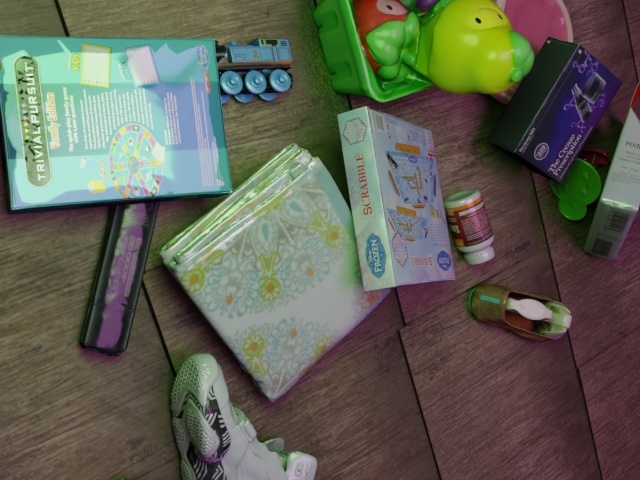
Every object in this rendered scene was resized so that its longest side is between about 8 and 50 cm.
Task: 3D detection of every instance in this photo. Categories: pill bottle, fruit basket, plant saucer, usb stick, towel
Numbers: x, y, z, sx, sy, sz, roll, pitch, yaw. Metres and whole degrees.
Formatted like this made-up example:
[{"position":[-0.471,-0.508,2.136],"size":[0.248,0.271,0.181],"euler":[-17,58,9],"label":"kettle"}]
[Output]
[{"position":[0.327,-0.029,1.654],"size":[0.086,0.086,0.152],"euler":[-29,105,-31],"label":"pill bottle"},{"position":[0.220,-0.396,1.413],"size":[0.392,0.392,0.283],"euler":[-23,103,-32],"label":"fruit basket"},{"position":[0.463,-0.474,1.731],"size":[0.332,0.084,0.332],"euler":[4,83,-32],"label":"plant saucer"},{"position":[-0.325,0.049,1.235],"size":[0.077,0.045,0.278],"euler":[15,82,-26],"label":"usb stick"},{"position":[-0.064,0.059,1.341],"size":[0.320,0.090,0.374],"euler":[-40,122,-14],"label":"towel"}]

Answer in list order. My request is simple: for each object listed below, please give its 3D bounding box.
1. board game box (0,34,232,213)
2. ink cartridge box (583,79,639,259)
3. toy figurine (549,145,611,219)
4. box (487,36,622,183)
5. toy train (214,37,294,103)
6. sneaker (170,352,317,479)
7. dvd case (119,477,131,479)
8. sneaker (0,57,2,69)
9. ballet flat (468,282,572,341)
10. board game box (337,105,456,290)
[{"position":[-0.321,-0.183,1.182],"size":[0.336,0.079,0.254],"euler":[-6,89,-26],"label":"board game box"},{"position":[0.752,-0.181,1.840],"size":[0.385,0.091,0.308],"euler":[-65,160,-16],"label":"ink cartridge box"},{"position":[0.659,-0.160,1.878],"size":[0.159,0.130,0.173],"euler":[-38,133,-38],"label":"toy figurine"},{"position":[0.518,-0.285,1.678],"size":[0.184,0.103,0.261],"euler":[24,99,-33],"label":"box"},{"position":[-0.133,-0.304,1.348],"size":[0.184,0.080,0.105],"euler":[-10,87,-32],"label":"toy train"},{"position":[-0.131,0.354,1.318],"size":[0.210,0.137,0.366],"euler":[-13,102,-34],"label":"sneaker"},{"position":[-0.280,0.515,1.215],"size":[0.164,0.018,0.221],"euler":[16,84,7],"label":"dvd case"},{"position":[-0.508,-0.201,1.039],"size":[0.127,0.126,0.321],"euler":[-26,131,-55],"label":"sneaker"},{"position":[0.495,0.169,1.746],"size":[0.342,0.124,0.116],"euler":[19,80,-33],"label":"ballet flat"},{"position":[0.153,-0.070,1.440],"size":[0.318,0.065,0.318],"euler":[2,78,-61],"label":"board game box"}]
